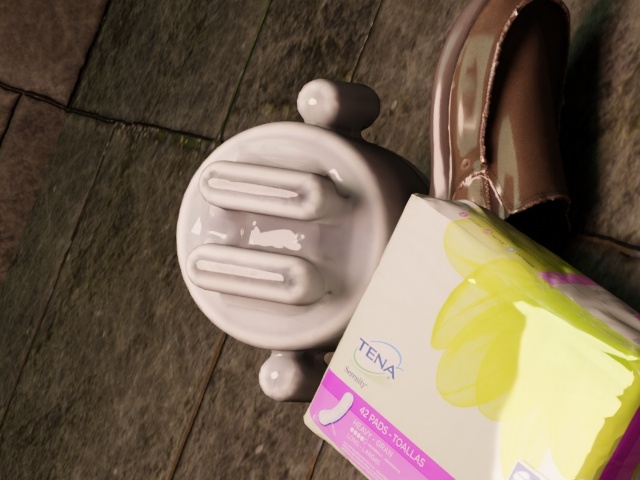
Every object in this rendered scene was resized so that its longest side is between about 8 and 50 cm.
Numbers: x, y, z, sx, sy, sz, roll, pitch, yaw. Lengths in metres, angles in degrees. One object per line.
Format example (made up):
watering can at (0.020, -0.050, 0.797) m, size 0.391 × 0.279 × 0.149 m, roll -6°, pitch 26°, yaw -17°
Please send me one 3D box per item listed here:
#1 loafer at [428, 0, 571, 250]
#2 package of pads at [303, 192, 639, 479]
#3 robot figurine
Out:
loafer at (0.172, -0.049, 1.659) m, size 0.130 × 0.134 × 0.366 m, roll 7°, pitch 86°, yaw 41°
package of pads at (0.138, 0.118, 1.492) m, size 0.296 × 0.101 × 0.229 m, roll 37°, pitch 107°, yaw 42°
robot figurine at (0.000, 0.000, 1.744) m, size 0.353 × 0.200 × 0.300 m, roll 11°, pitch -89°, yaw -70°
